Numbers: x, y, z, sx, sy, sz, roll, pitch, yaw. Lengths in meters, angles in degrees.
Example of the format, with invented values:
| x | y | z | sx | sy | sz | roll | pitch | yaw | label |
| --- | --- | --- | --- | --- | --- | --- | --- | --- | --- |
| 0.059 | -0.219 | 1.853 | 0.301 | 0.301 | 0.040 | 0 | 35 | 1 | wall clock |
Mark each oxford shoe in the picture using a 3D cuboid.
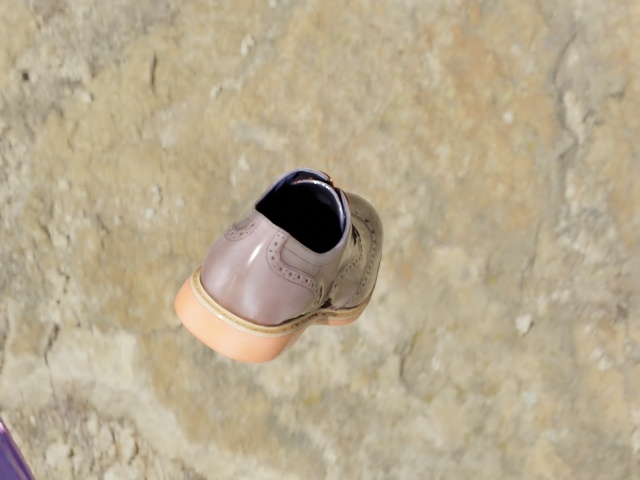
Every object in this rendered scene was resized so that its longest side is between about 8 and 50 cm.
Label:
| x | y | z | sx | sy | sz | roll | pitch | yaw | label |
| --- | --- | --- | --- | --- | --- | --- | --- | --- | --- |
| 0.000 | 0.000 | 0.974 | 0.097 | 0.098 | 0.271 | 34 | 22 | 7 | oxford shoe |

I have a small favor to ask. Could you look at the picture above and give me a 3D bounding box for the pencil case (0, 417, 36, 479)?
| x | y | z | sx | sy | sz | roll | pitch | yaw | label |
| --- | --- | --- | --- | --- | --- | --- | --- | --- | --- |
| -0.210 | 0.263 | 1.072 | 0.124 | 0.124 | 0.284 | -37 | 83 | -20 | pencil case |
